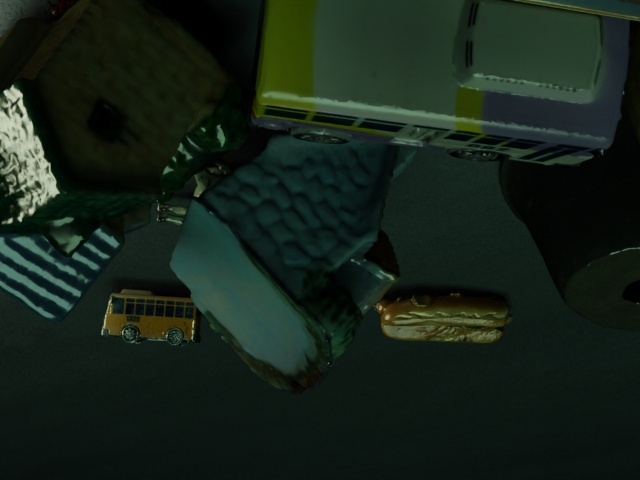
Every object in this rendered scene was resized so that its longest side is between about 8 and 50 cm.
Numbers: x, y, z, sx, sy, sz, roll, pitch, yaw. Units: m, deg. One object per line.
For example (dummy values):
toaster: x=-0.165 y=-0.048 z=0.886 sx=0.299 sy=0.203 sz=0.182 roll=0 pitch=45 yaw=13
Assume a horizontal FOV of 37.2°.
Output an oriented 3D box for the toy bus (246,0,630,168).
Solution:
toy bus: x=0.143 y=-0.217 z=1.132 sx=0.440 sy=0.209 sz=0.249 roll=7 pitch=177 yaw=-6

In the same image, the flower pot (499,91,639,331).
flower pot: x=0.448 y=-0.024 z=1.408 sx=0.379 sy=0.251 sz=0.379 roll=3 pitch=145 yaw=2

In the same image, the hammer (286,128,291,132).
hammer: x=-0.049 y=-0.206 z=1.398 sx=0.060 sy=0.028 sz=0.195 roll=12 pitch=144 yaw=-2

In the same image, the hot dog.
hot dog: x=0.233 y=0.145 z=1.801 sx=0.269 sy=0.072 sz=0.109 roll=4 pitch=142 yaw=-2

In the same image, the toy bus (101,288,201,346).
toy bus: x=-0.323 y=0.149 z=1.833 sx=0.182 sy=0.103 sz=0.091 roll=4 pitch=173 yaw=1

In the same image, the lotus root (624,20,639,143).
lotus root: x=0.478 y=-0.188 z=1.113 sx=0.250 sy=0.346 sz=0.250 roll=-3 pitch=148 yaw=-2

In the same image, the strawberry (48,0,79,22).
strawberry: x=-0.300 y=-0.286 z=1.298 sx=0.152 sy=0.048 sz=0.104 roll=21 pitch=144 yaw=-16

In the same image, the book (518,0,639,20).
book: x=0.271 y=-0.417 z=0.937 sx=0.262 sy=0.028 sz=0.374 roll=8 pitch=115 yaw=-5

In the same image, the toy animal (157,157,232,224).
toy animal: x=-0.177 y=-0.060 z=1.571 sx=0.176 sy=0.073 sz=0.217 roll=6 pitch=139 yaw=-12

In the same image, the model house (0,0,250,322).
model house: x=-0.327 y=-0.091 z=1.225 sx=0.334 sy=0.342 sz=0.382 roll=40 pitch=146 yaw=-23

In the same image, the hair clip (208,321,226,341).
hair clip: x=-0.191 y=0.156 z=1.891 sx=0.060 sy=0.033 sz=0.188 roll=-7 pitch=142 yaw=14

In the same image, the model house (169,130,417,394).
model house: x=0.000 y=0.000 z=1.422 sx=0.297 sy=0.339 sz=0.360 roll=44 pitch=155 yaw=6
